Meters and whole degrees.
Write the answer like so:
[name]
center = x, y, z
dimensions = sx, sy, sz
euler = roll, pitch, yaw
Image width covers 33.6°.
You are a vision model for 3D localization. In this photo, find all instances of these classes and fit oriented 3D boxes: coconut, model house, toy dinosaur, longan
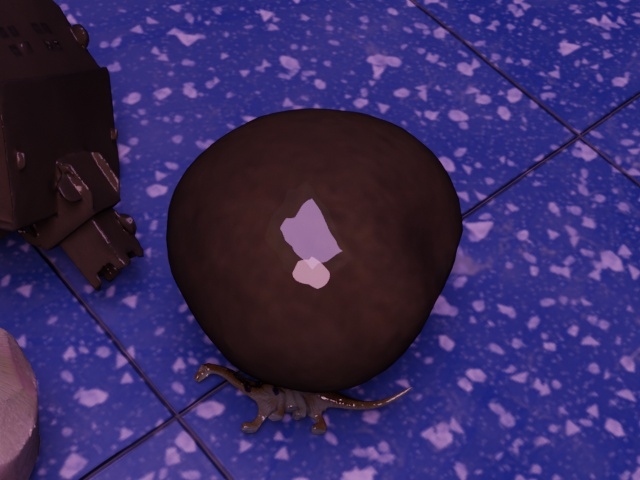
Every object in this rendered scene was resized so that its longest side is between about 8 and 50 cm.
[coconut]
center = -0.288, 0.127, 0.759
dimensions = 0.171, 0.183, 0.171
euler = 3, 51, -4
[model house]
center = -0.263, -0.053, 0.909
dimensions = 0.204, 0.211, 0.243
euler = -37, 93, 18
[toy dinosaur]
center = -0.019, 0.134, 0.864
dimensions = 0.180, 0.037, 0.058
euler = 9, 59, 3
[longan]
center = 0.000, 0.000, 0.851
dimensions = 0.246, 0.215, 0.246
euler = 0, 67, -1
